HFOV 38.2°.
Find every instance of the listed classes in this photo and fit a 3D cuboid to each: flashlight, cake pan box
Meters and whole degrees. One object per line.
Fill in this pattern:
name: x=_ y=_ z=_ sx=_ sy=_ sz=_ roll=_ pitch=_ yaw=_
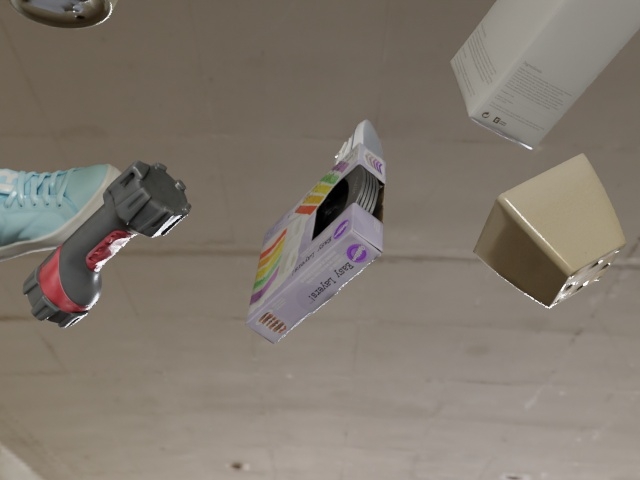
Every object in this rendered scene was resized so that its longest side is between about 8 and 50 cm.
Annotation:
flashlight: x=-0.293 y=0.012 z=1.272 sx=0.304 sy=0.103 sz=0.103 roll=-35 pitch=-19 yaw=33
cake pan box: x=0.000 y=0.000 z=1.441 sx=0.070 sy=0.245 sz=0.267 roll=35 pitch=-56 yaw=-21

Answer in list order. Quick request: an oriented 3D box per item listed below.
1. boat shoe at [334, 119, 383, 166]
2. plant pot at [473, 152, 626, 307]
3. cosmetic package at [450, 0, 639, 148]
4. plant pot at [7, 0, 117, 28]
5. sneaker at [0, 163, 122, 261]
boat shoe: x=0.067 y=-0.169 z=1.901 sx=0.084 sy=0.258 sz=0.095 roll=-20 pitch=-69 yaw=22
plant pot: x=0.230 y=0.000 z=0.903 sx=0.109 sy=0.096 sz=0.109 roll=-26 pitch=-25 yaw=-19
cosmetic package: x=0.396 y=-0.364 z=1.566 sx=0.155 sy=0.197 sz=0.365 roll=23 pitch=-54 yaw=-23
plant pot: x=-0.325 y=-0.422 z=1.177 sx=0.256 sy=0.274 sz=0.256 roll=0 pitch=-17 yaw=0
sneaker: x=-0.516 y=-0.066 z=1.610 sx=0.366 sy=0.135 sz=0.150 roll=-21 pitch=-45 yaw=24
